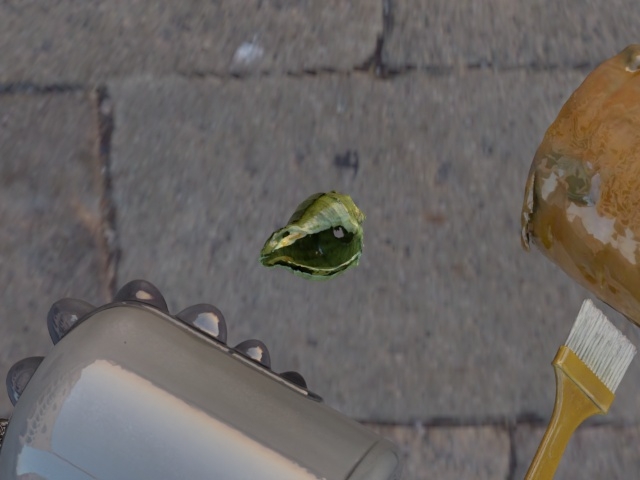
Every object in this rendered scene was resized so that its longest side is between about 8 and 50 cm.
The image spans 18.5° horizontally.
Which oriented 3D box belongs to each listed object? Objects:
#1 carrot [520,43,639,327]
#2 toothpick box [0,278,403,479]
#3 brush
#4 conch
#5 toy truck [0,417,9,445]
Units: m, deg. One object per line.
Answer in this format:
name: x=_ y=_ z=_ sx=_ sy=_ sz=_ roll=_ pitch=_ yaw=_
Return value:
carrot: x=0.331 y=0.004 z=1.383 sx=0.340 sy=0.224 sz=0.224 roll=34 pitch=115 yaw=35
toothpick box: x=-0.108 y=0.170 z=1.550 sx=0.316 sy=0.229 sz=0.229 roll=30 pitch=110 yaw=11
brush: x=0.212 y=0.192 z=1.797 sx=0.103 sy=0.013 sz=0.272 roll=42 pitch=68 yaw=-42
conch: x=0.000 y=0.000 z=1.831 sx=0.121 sy=0.089 sz=0.074 roll=-26 pitch=124 yaw=-34
toy truck: x=-0.413 y=0.215 z=1.962 sx=0.252 sy=0.114 sz=0.107 roll=25 pitch=124 yaw=-11
